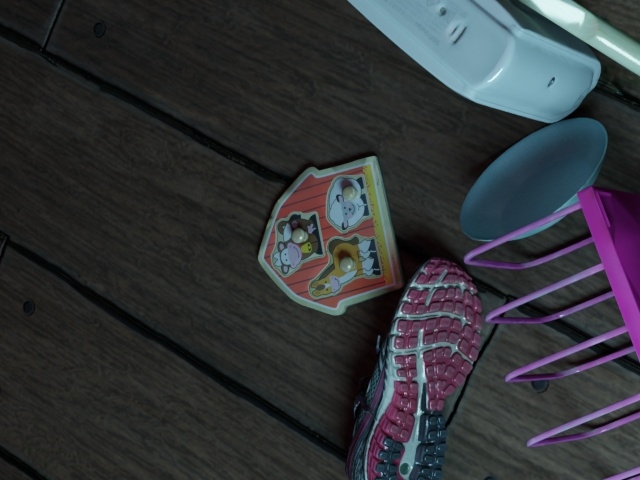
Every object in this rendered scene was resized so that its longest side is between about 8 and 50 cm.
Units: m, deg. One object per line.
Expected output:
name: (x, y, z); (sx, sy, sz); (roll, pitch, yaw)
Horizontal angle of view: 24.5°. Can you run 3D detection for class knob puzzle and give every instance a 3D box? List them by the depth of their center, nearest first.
knob puzzle: (0.000, 0.000, 1.842); (0.213, 0.030, 0.213); (-3, 85, 30)

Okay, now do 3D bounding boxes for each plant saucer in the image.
plant saucer: (0.246, -0.058, 1.652); (0.195, 0.195, 0.037); (-33, 116, 18)

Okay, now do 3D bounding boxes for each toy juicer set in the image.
toy juicer set: (0.361, -0.291, 1.504); (0.329, 0.089, 0.209); (-37, 104, 8)

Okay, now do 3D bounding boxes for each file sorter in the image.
file sorter: (0.300, 0.116, 1.561); (0.182, 0.202, 0.290); (-26, 73, 29)

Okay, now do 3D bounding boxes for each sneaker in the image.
sneaker: (0.095, 0.161, 1.729); (0.112, 0.121, 0.299); (12, 84, 61)

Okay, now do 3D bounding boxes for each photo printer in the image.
photo printer: (0.164, -0.240, 1.604); (0.256, 0.307, 0.107); (44, 108, 22)
